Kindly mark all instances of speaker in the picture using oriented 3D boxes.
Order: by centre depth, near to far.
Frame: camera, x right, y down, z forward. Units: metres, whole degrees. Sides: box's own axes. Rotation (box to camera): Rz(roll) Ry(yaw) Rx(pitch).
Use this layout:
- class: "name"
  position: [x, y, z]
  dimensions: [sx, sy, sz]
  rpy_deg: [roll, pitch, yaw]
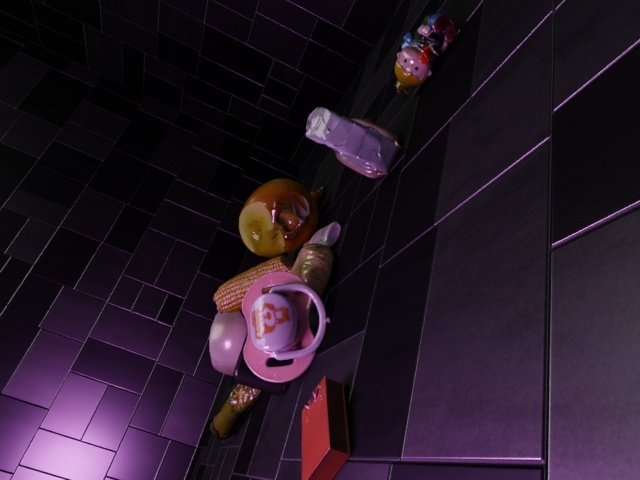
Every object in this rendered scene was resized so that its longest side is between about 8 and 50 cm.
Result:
- class: "speaker"
  position: [-0.181, 0.370, 1.625]
  dimensions: [0.388, 0.180, 0.184]
  rpy_deg: [-76, 8, -47]

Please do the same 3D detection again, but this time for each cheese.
- class: "cheese"
  position: [-0.033, 0.126, 1.577]
  dimensions: [0.214, 0.117, 0.226]
  rpy_deg: [-97, 26, -63]

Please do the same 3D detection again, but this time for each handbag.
- class: "handbag"
  position: [0.007, 0.388, 0.943]
  dimensions: [0.190, 0.062, 0.127]
  rpy_deg: [-96, 30, -62]

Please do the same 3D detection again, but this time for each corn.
- class: "corn"
  position: [-0.271, 0.179, 1.903]
  dimensions: [0.387, 0.144, 0.144]
  rpy_deg: [-31, 21, 13]

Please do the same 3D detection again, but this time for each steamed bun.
- class: "steamed bun"
  position: [-0.386, 0.472, 2.173]
  dimensions: [0.324, 0.206, 0.325]
  rpy_deg: [-1, -90, -84]

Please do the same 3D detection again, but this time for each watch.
- class: "watch"
  position: [0.088, -0.303, 1.352]
  dimensions: [0.241, 0.253, 0.162]
  rpy_deg: [9, -71, -62]

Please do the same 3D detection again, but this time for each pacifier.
- class: "pacifier"
  position: [-0.120, 0.260, 1.401]
  dimensions: [0.273, 0.220, 0.332]
  rpy_deg: [132, 136, -61]

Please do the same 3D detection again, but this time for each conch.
- class: "conch"
  position: [-0.045, -0.187, 2.347]
  dimensions: [0.233, 0.086, 0.080]
  rpy_deg: [-61, 12, 21]

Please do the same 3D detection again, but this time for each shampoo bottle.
- class: "shampoo bottle"
  position: [0.000, 0.000, 1.735]
  dimensions: [0.221, 0.051, 0.108]
  rpy_deg: [-28, 34, 60]

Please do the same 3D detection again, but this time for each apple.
- class: "apple"
  position: [-0.184, -0.096, 2.132]
  dimensions: [0.384, 0.374, 0.374]
  rpy_deg: [-63, 10, -10]

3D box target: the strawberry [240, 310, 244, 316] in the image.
- class: "strawberry"
  position: [-0.254, 0.255, 2.092]
  dimensions: [0.274, 0.220, 0.274]
  rpy_deg: [-20, 44, 20]

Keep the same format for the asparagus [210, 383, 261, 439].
- class: "asparagus"
  position: [-0.344, 0.683, 1.887]
  dimensions: [0.108, 0.128, 0.382]
  rpy_deg: [57, 132, 32]

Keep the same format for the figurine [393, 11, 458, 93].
- class: "figurine"
  position: [0.301, -0.542, 1.354]
  dimensions: [0.234, 0.127, 0.185]
  rpy_deg: [-52, 23, 19]
